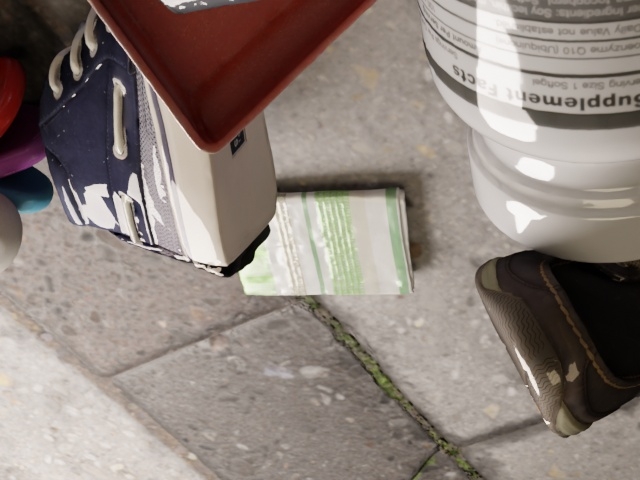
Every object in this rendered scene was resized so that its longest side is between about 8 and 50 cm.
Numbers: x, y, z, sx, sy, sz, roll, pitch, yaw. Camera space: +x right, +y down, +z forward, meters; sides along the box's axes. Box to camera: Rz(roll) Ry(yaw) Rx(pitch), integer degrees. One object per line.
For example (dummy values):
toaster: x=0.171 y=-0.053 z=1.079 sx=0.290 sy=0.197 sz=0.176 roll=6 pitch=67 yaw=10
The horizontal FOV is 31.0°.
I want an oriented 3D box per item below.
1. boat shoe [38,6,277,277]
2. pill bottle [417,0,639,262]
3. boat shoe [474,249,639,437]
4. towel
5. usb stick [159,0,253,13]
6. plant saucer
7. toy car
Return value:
boat shoe: x=-0.129 y=-0.133 z=0.787 sx=0.158 sy=0.127 sz=0.341 roll=12 pitch=124 yaw=22
pill bottle: x=0.153 y=-0.176 z=0.638 sx=0.210 sy=0.210 sz=0.363 roll=-4 pitch=133 yaw=11
boat shoe: x=0.209 y=0.045 z=0.813 sx=0.130 sy=0.355 sz=0.132 roll=-32 pitch=79 yaw=18
towel: x=0.000 y=0.000 z=0.960 sx=0.152 sy=0.023 sz=0.113 roll=0 pitch=131 yaw=11
usb stick: x=0.026 y=-0.154 z=0.530 sx=0.278 sy=0.045 sz=0.077 roll=-2 pitch=133 yaw=29
plant saucer: x=-0.050 y=-0.226 z=0.641 sx=0.047 sy=0.258 sz=0.259 roll=25 pitch=156 yaw=52
toy car: x=-0.265 y=-0.072 z=0.861 sx=0.136 sy=0.159 sz=0.182 roll=-31 pitch=131 yaw=-13
